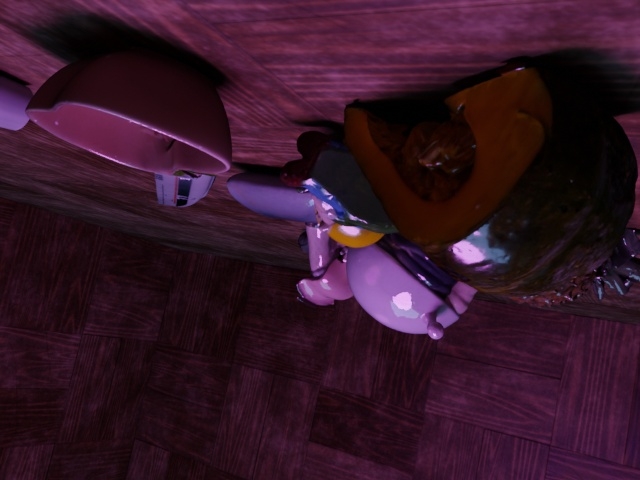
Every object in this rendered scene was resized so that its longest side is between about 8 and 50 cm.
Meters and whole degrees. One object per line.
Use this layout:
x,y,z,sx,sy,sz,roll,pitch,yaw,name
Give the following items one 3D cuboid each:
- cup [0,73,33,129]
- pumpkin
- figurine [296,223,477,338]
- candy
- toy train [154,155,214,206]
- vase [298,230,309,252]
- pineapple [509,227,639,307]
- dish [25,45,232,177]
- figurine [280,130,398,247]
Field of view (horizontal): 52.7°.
-0.437,-0.191,0.812,0.104,0.074,0.116,35,-169,30,cup
0.146,-0.086,0.586,0.139,0.190,0.280,16,-145,-36,pumpkin
0.131,0.058,1.212,0.253,0.211,0.361,18,172,-40,figurine
-0.053,-0.070,1.071,0.174,0.071,0.138,8,173,23,candy
-0.205,-0.109,0.986,0.088,0.086,0.407,8,175,-13,toy train
0.000,0.000,1.597,0.059,0.059,0.167,14,172,-21,vase
0.385,0.032,0.968,0.310,0.141,0.170,8,152,-39,pineapple
-0.187,-0.139,0.680,0.213,0.090,0.213,13,171,2,dish
0.025,-0.062,0.851,0.185,0.127,0.234,18,-178,-13,figurine
